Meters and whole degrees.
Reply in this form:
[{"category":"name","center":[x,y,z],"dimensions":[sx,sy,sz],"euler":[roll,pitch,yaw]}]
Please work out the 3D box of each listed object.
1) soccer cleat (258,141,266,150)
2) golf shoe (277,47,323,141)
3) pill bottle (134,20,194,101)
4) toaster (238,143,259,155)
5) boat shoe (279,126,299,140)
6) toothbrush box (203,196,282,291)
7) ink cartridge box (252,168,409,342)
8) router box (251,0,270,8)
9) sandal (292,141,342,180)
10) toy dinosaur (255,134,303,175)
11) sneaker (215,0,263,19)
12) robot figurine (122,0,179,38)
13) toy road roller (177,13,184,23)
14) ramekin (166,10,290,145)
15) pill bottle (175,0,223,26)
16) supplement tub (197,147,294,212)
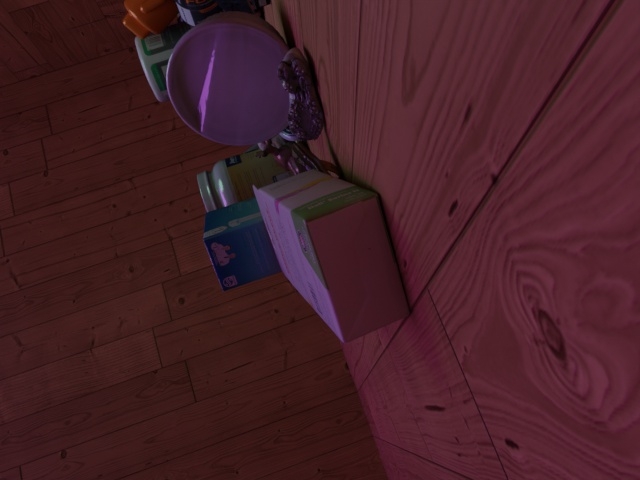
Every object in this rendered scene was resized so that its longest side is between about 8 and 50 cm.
[{"category":"soccer cleat","center":[-0.174,-0.344,1.518],"dimensions":[0.068,0.076,0.196],"euler":[-51,-37,-50]},{"category":"golf shoe","center":[-0.030,-0.267,1.000],"dimensions":[0.176,0.069,0.086],"euler":[80,-169,-46]},{"category":"pill bottle","center":[-0.353,-0.570,1.659],"dimensions":[0.204,0.360,0.204],"euler":[162,90,-86]},{"category":"toaster","center":[-0.195,-0.268,1.909],"dimensions":[0.227,0.146,0.129],"euler":[25,143,41]},{"category":"boat shoe","center":[-0.087,-0.322,1.339],"dimensions":[0.083,0.065,0.183],"euler":[85,163,-47]},{"category":"toothbrush box","center":[-0.097,-0.026,1.203],"dimensions":[0.216,0.295,0.126],"euler":[-123,14,-69]},{"category":"ink cartridge box","center":[0.000,0.000,0.930],"dimensions":[0.353,0.119,0.207],"euler":[37,147,65]},{"category":"router box","center":[-0.149,-0.578,1.200],"dimensions":[0.122,0.038,0.092],"euler":[-114,6,-46]},{"category":"sandal","center":[0.009,-0.123,1.035],"dimensions":[0.180,0.049,0.072],"euler":[53,155,21]},{"category":"toy dinosaur","center":[-0.091,-0.231,1.465],"dimensions":[0.200,0.127,0.296],"euler":[66,-173,-50]},{"category":"sneaker","center":[-0.200,-0.631,1.390],"dimensions":[0.319,0.112,0.131],"euler":[85,-167,-89]},{"category":"robot figurine","center":[-0.450,-0.663,1.507],"dimensions":[0.128,0.219,0.158],"euler":[48,-166,8]},{"category":"toy road roller","center":[-0.332,-0.819,1.768],"dimensions":[0.329,0.240,0.203],"euler":[-6,106,47]},{"category":"ramekin","center":[-0.175,-0.344,1.137],"dimensions":[0.127,0.272,0.273],"euler":[-97,-6,-48]},{"category":"pill bottle","center":[-0.319,-0.660,1.357],"dimensions":[0.246,0.130,0.131],"euler":[86,165,-74]},{"category":"supplement tub","center":[-0.188,-0.157,1.637],"dimensions":[0.228,0.316,0.229],"euler":[161,90,-85]}]
